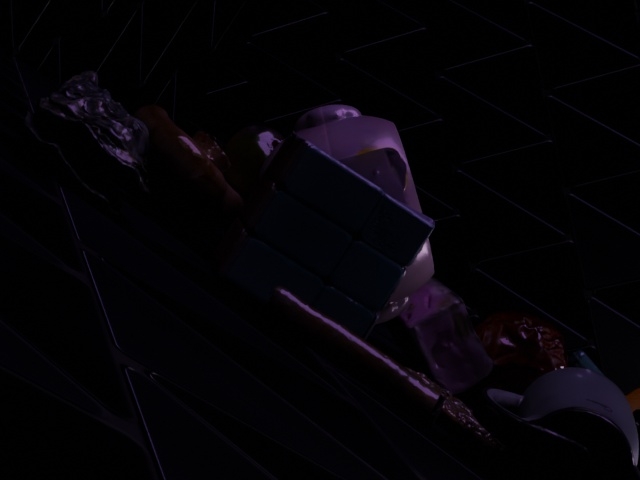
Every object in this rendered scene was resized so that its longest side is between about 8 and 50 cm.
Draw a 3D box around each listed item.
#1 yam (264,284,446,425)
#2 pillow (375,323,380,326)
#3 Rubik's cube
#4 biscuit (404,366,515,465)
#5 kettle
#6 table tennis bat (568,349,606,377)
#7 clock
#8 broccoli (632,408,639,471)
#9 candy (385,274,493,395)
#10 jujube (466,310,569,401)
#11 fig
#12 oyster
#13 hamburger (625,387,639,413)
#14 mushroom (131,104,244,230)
[{"bbox_3d":[0.042,0.143,1.510,0.264,0.046,0.046,35,2,5],"label":"yam"},{"bbox_3d":[0.001,0.093,2.145,0.232,0.043,0.126,34,5,14],"label":"pillow"},{"bbox_3d":[0.000,0.000,1.699,0.231,0.224,0.221,33,2,-9],"label":"Rubik's cube"},{"bbox_3d":[0.193,0.244,1.664,0.220,0.033,0.220,36,3,-2],"label":"biscuit"},{"bbox_3d":[0.297,0.247,1.514,0.221,0.161,0.236,27,9,8],"label":"kettle"},{"bbox_3d":[0.527,0.277,2.188,0.201,0.033,0.124,47,11,-12],"label":"table tennis bat"},{"bbox_3d":[0.038,-0.039,2.013,0.377,0.251,0.368,-28,103,-87],"label":"clock"},{"bbox_3d":[0.548,0.379,1.791,0.270,0.270,0.270,34,35,15],"label":"broccoli"},{"bbox_3d":[0.198,0.157,2.096,0.155,0.116,0.265,64,-6,-15],"label":"candy"},{"bbox_3d":[0.377,0.255,2.270,0.216,0.216,0.342,34,-4,25],"label":"jujube"},{"bbox_3d":[-0.134,-0.102,2.198,0.149,0.245,0.149,18,48,-22],"label":"fig"},{"bbox_3d":[-0.317,-0.149,1.626,0.351,0.158,0.162,-117,-172,-59],"label":"oyster"},{"bbox_3d":[0.602,0.349,2.030,0.246,0.246,0.170,-137,-150,-78],"label":"hamburger"},{"bbox_3d":[-0.229,-0.119,2.048,0.278,0.146,0.278,49,-6,7],"label":"mushroom"}]
